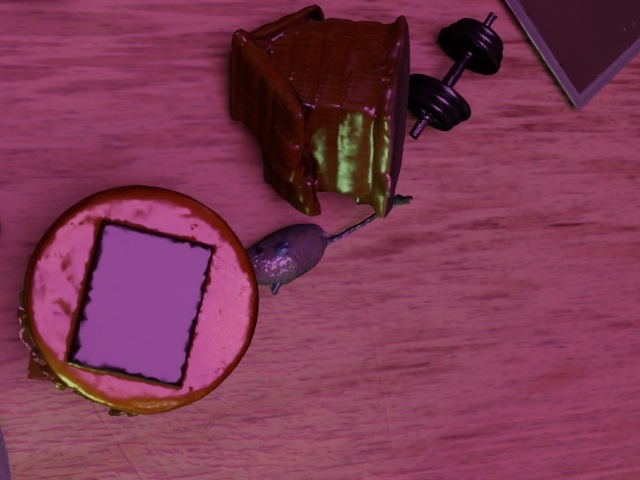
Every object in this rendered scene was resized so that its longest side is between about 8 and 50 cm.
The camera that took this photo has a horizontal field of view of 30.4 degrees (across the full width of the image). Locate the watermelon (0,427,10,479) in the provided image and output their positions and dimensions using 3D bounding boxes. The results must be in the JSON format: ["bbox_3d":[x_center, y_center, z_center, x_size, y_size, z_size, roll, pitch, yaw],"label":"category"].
[{"bbox_3d":[-0.499,0.221,1.333,0.322,0.175,0.188,57,28,-21],"label":"watermelon"}]

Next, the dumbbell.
[{"bbox_3d":[0.181,-0.225,1.601,0.099,0.099,0.208,37,79,-20],"label":"dumbbell"}]

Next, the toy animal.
[{"bbox_3d":[0.001,0.001,1.549,0.252,0.079,0.070,-22,124,-19],"label":"toy animal"}]

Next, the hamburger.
[{"bbox_3d":[-0.212,0.070,1.385,0.290,0.225,0.291,0,89,-16],"label":"hamburger"}]

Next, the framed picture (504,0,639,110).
[{"bbox_3d":[0.410,-0.370,1.732,0.296,0.019,0.232,-42,107,-16],"label":"framed picture"}]

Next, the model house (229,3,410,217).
[{"bbox_3d":[-0.004,-0.167,1.504,0.229,0.199,0.220,10,47,6],"label":"model house"}]
